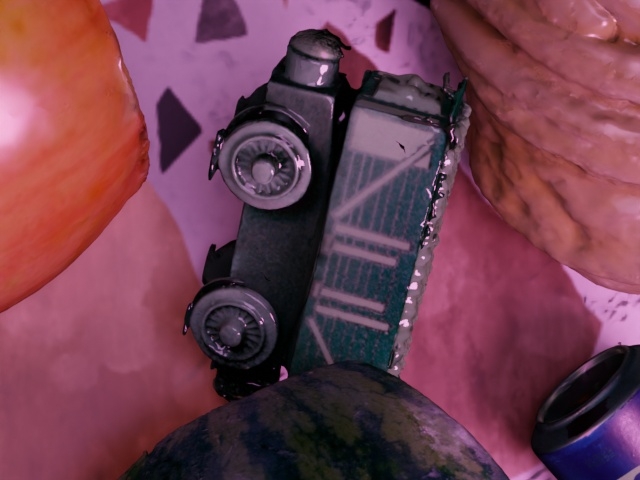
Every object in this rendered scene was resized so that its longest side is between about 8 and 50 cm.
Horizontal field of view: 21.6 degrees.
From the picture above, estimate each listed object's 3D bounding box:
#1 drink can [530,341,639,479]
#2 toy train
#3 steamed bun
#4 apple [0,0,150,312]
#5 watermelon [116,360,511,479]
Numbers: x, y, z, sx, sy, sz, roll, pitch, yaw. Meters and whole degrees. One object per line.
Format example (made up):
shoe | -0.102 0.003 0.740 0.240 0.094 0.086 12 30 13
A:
drink can | 0.250 0.177 1.194 0.118 0.118 0.205 -42 96 -12
toy train | 0.000 0.000 1.104 0.154 0.115 0.269 15 111 5
steamed bun | 0.253 -0.133 1.161 0.325 0.230 0.372 -22 90 -17
apple | -0.289 -0.071 1.047 0.309 0.314 0.252 -33 52 -19
watermelon | -0.047 0.209 1.043 0.292 0.319 0.222 -14 82 -20
